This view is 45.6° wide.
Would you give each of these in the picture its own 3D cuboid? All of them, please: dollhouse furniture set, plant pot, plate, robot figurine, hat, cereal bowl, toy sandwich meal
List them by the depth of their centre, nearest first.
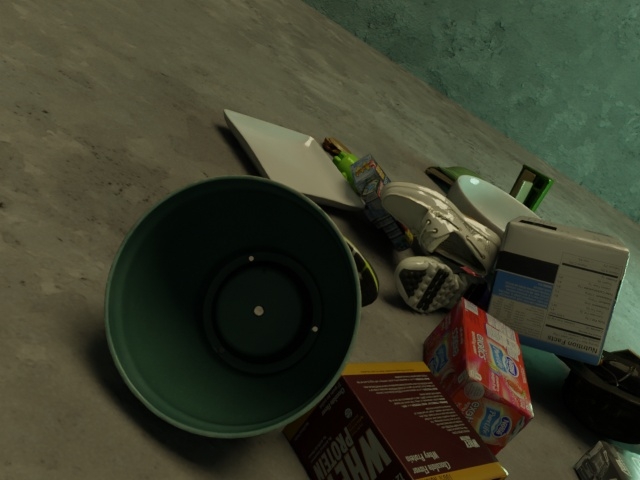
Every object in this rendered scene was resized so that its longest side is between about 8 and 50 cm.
[{"bbox_3d":[-0.089,0.083,0.939,0.293,0.293,0.196,41,-2,11],"label":"plant pot"},{"bbox_3d":[0.591,0.322,1.531,0.331,0.134,0.331,20,11,-4],"label":"hat"},{"bbox_3d":[-0.063,-0.163,1.662,0.277,0.045,0.278,12,33,-45],"label":"plate"},{"bbox_3d":[0.079,-0.160,1.815,0.115,0.067,0.101,42,52,13],"label":"robot figurine"},{"bbox_3d":[0.448,-0.014,1.942,0.338,0.141,0.339,28,24,-14],"label":"cereal bowl"},{"bbox_3d":[0.044,-0.234,1.956,0.085,0.029,0.085,39,14,-11],"label":"toy sandwich meal"},{"bbox_3d":[0.497,-0.192,2.260,0.301,0.151,0.197,38,21,34],"label":"dollhouse furniture set"}]

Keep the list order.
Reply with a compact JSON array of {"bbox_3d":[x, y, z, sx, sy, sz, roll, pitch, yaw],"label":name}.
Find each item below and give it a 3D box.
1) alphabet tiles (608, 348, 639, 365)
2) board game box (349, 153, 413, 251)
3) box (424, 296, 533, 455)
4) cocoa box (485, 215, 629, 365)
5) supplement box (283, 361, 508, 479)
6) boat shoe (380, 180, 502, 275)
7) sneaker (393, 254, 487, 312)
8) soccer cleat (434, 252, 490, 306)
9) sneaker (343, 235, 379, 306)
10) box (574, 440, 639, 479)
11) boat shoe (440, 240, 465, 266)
[{"bbox_3d":[0.740,0.325,1.721,0.237,0.009,0.198,36,-16,1],"label":"alphabet tiles"},{"bbox_3d":[0.133,-0.086,1.677,0.194,0.060,0.194,55,20,-12],"label":"board game box"},{"bbox_3d":[0.256,0.226,1.275,0.128,0.123,0.257,32,24,-7],"label":"box"},{"bbox_3d":[0.479,0.087,1.557,0.231,0.228,0.347,15,8,17],"label":"cocoa box"},{"bbox_3d":[0.095,0.271,0.972,0.191,0.129,0.194,8,35,-46],"label":"supplement box"},{"bbox_3d":[0.237,-0.021,1.537,0.277,0.098,0.096,29,52,-1],"label":"boat shoe"},{"bbox_3d":[0.222,0.078,1.544,0.118,0.110,0.292,43,16,35],"label":"sneaker"},{"bbox_3d":[0.328,0.047,1.732,0.083,0.095,0.248,20,28,-31],"label":"soccer cleat"},{"bbox_3d":[0.000,0.000,1.377,0.300,0.111,0.121,46,22,16],"label":"sneaker"},{"bbox_3d":[0.590,0.502,1.269,0.242,0.077,0.307,25,26,-23],"label":"box"},{"bbox_3d":[0.276,-0.008,1.713,0.223,0.080,0.074,-114,-177,-64],"label":"boat shoe"}]
